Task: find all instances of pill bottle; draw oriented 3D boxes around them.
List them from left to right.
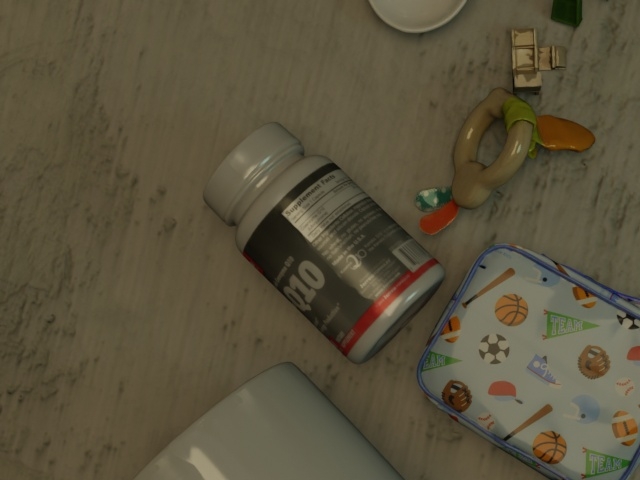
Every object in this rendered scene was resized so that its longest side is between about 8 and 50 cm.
[{"bbox_3d":[0.000,0.000,1.618,0.283,0.161,0.161,44,91,10],"label":"pill bottle"}]

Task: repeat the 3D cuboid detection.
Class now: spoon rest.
[{"bbox_3d":[0.176,-0.376,1.673,0.276,0.084,0.137,-40,80,1],"label":"spoon rest"}]

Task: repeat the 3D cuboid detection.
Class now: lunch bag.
[{"bbox_3d":[0.284,0.150,1.588,0.303,0.115,0.243,30,86,11],"label":"lunch bag"}]

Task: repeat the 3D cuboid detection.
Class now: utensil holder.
[{"bbox_3d":[-0.017,0.378,1.504,0.327,0.327,0.385,-44,77,2],"label":"utensil holder"}]

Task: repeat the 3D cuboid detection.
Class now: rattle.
[{"bbox_3d":[0.225,-0.081,1.662,0.130,0.143,0.199,38,107,42],"label":"rattle"}]

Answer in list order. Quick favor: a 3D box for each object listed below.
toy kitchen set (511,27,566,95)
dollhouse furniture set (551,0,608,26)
[{"bbox_3d":[0.273,-0.227,1.647,0.068,0.075,0.083,-2,88,7],"label":"toy kitchen set"},{"bbox_3d":[0.342,-0.347,1.677,0.076,0.058,0.151,21,68,17],"label":"dollhouse furniture set"}]
